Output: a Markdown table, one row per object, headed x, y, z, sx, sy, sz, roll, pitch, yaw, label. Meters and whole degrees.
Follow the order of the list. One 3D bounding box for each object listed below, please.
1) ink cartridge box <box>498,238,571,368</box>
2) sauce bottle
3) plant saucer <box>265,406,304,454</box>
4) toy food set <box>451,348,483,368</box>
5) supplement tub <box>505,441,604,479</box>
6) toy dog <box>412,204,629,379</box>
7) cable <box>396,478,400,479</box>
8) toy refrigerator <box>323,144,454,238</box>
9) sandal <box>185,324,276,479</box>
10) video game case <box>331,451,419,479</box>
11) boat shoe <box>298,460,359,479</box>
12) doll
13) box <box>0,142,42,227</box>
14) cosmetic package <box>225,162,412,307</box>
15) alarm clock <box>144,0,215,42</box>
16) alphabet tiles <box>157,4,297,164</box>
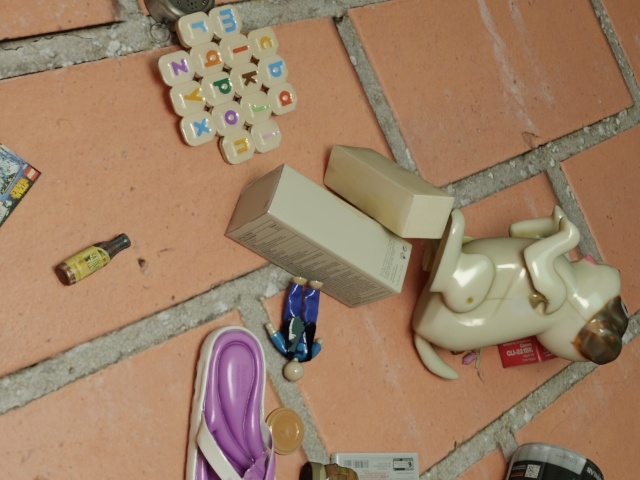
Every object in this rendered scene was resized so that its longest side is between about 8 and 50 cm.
| x | y | z | sx | sy | sz | roll | pitch | yaw | label |
| --- | --- | --- | --- | --- | --- | --- | --- | --- | --- |
| 0.484 | 0.133 | 1.864 | 0.197 | 0.114 | 0.273 | -7 | 80 | -36 | ink cartridge box |
| -0.364 | 0.027 | 1.331 | 0.128 | 0.042 | 0.042 | -37 | 99 | -36 | sauce bottle |
| -0.063 | 0.340 | 1.470 | 0.083 | 0.013 | 0.084 | 12 | 69 | -32 | plant saucer |
| 0.308 | 0.226 | 1.769 | 0.122 | 0.019 | 0.078 | 31 | 60 | -24 | toy food set |
| 0.441 | 0.585 | 1.644 | 0.193 | 0.193 | 0.316 | 40 | 57 | -19 | supplement tub |
| 0.407 | 0.117 | 1.630 | 0.407 | 0.284 | 0.396 | 12 | 92 | 0 | toy dog |
| 0.077 | 0.543 | 1.391 | 0.072 | 0.140 | 0.287 | 28 | 37 | 10 | cable |
| 0.124 | -0.094 | 1.585 | 0.102 | 0.269 | 0.094 | 1 | 115 | -36 | toy refrigerator |
| -0.136 | 0.344 | 1.359 | 0.169 | 0.102 | 0.417 | 0 | 76 | -36 | sandal |
| 0.107 | 0.491 | 1.541 | 0.201 | 0.023 | 0.184 | 10 | 70 | -34 | video game case |
| 0.016 | 0.534 | 1.394 | 0.104 | 0.110 | 0.307 | 12 | 69 | -18 | boat shoe |
| -0.044 | 0.165 | 1.518 | 0.129 | 0.046 | 0.189 | 16 | 73 | -33 | doll |
| -0.509 | -0.079 | 1.269 | 0.094 | 0.027 | 0.137 | 39 | 57 | -19 | box |
| 0.000 | 0.000 | 1.530 | 0.309 | 0.160 | 0.113 | 33 | 58 | -25 | cosmetic package |
| -0.268 | -0.444 | 1.537 | 0.129 | 0.064 | 0.192 | 33 | 62 | -24 | alarm clock |
| -0.170 | -0.293 | 1.551 | 0.278 | 0.021 | 0.284 | -28 | 104 | -37 | alphabet tiles |
